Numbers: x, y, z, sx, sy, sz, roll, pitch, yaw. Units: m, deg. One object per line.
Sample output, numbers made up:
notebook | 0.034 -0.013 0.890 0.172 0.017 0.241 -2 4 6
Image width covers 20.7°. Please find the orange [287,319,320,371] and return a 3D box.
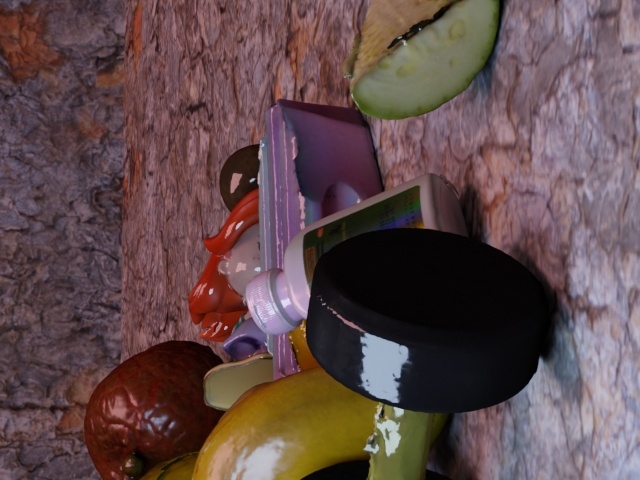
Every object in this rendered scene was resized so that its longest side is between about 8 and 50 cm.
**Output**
orange | 0.034 0.088 1.783 0.154 0.134 0.155 13 -90 -87

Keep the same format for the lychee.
lychee | -0.240 0.284 2.611 0.255 0.300 0.255 22 131 27

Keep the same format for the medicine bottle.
medicine bottle | 0.034 0.026 1.672 0.078 0.219 0.115 39 -145 -49

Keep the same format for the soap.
soap | 0.000 0.000 1.980 0.193 0.109 0.324 148 121 -69

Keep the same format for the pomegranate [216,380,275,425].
pomegranate | -0.021 0.242 1.879 0.207 0.207 0.207 180 90 -75

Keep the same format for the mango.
mango | 0.000 0.202 1.697 0.176 0.317 0.119 55 -177 -27

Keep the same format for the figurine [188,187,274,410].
figurine | -0.078 0.080 2.156 0.208 0.181 0.257 76 -171 -55

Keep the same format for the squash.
squash | 0.080 -0.221 1.687 0.169 0.093 0.252 -39 31 8

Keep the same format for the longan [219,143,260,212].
longan | -0.085 -0.077 2.348 0.113 0.092 0.113 -17 68 48

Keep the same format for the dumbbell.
dumbbell | 0.073 0.171 1.519 0.204 0.203 0.322 -116 30 -59

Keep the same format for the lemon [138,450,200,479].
lemon | -0.122 0.397 2.111 0.297 0.297 0.297 180 90 -75
